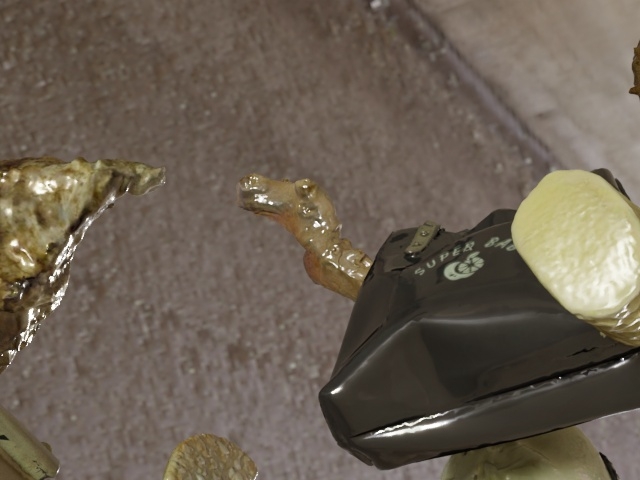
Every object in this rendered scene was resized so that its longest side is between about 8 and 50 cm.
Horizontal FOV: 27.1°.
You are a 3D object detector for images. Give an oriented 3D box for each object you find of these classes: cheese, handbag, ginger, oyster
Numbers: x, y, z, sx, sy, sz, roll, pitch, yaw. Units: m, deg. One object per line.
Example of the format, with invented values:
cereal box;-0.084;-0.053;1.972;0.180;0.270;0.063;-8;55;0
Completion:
cheese;0.221;0.020;1.019;0.167;0.094;0.123;23;37;-59
handbag;0.172;0.053;1.273;0.288;0.342;0.152;-79;147;-53
ginger;0.002;0.001;1.836;0.290;0.122;0.084;44;56;16
oyster;-0.366;0.008;1.481;0.204;0.111;0.396;41;74;-10

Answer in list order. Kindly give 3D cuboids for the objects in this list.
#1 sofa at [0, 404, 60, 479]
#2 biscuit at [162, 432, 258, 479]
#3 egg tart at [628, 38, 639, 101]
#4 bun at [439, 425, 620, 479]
sofa;-0.506;0.285;1.777;0.200;0.258;0.182;53;35;-36
biscuit;-0.167;0.394;2.074;0.265;0.040;0.188;-2;69;-63
egg tart;0.442;-0.095;1.222;0.132;0.345;0.345;102;-2;-45
bun;0.205;0.296;1.434;0.141;0.239;0.239;21;53;-35
